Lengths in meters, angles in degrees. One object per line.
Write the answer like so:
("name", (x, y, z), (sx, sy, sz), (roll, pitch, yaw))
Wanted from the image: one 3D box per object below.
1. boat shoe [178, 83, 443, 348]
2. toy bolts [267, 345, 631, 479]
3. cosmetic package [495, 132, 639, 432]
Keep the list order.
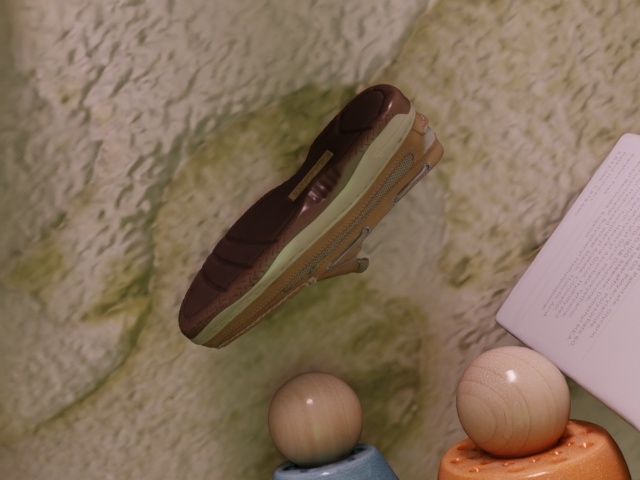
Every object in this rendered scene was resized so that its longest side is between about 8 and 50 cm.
("boat shoe", (0.000, 0.000, 0.552), (0.190, 0.068, 0.072), (-45, 120, 5))
("toy bolts", (0.079, 0.141, 0.578), (0.229, 0.218, 0.158), (-13, 91, 24))
("cosmetic package", (0.229, 0.049, 0.536), (0.151, 0.183, 0.151), (34, 94, -17))
